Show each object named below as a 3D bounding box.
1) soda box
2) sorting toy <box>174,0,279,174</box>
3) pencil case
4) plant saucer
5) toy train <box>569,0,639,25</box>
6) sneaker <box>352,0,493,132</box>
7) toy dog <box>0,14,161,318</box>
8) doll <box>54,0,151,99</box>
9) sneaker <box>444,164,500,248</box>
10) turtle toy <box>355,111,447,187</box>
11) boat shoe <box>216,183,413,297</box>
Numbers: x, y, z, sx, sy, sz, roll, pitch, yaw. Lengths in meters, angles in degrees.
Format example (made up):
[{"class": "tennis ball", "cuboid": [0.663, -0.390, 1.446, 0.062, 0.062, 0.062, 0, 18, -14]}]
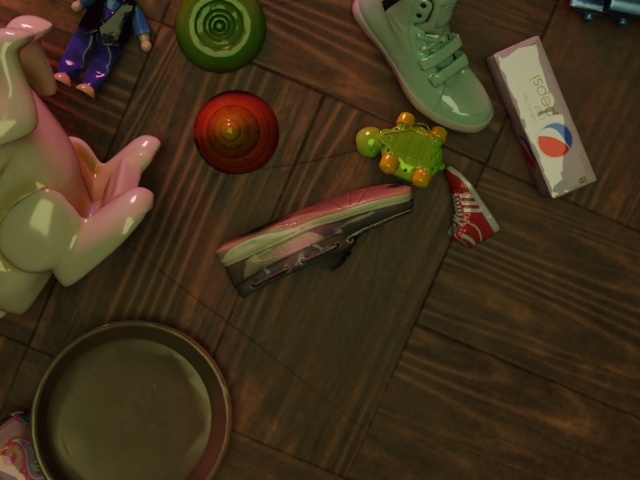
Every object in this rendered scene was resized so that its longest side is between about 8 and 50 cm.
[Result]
[{"class": "soda box", "cuboid": [0.304, -0.169, 1.396, 0.069, 0.074, 0.216, -24, 95, 1]}, {"class": "sorting toy", "cuboid": [-0.136, -0.269, 1.355, 0.127, 0.126, 0.365, -8, 96, 0]}, {"class": "pencil case", "cuboid": [-0.376, 0.374, 1.413, 0.124, 0.124, 0.284, -39, 95, 2]}, {"class": "plant saucer", "cuboid": [-0.261, 0.250, 1.400, 0.278, 0.041, 0.277, 3, 80, -16]}, {"class": "toy train", "cuboid": [0.429, -0.334, 1.368, 0.184, 0.105, 0.080, 11, 94, -2]}, {"class": "sneaker", "cuboid": [0.159, -0.260, 1.339, 0.256, 0.151, 0.094, 48, 65, -4]}, {"class": "toy dog", "cuboid": [-0.455, -0.124, 1.265, 0.395, 0.284, 0.408, -38, 112, 21]}, {"class": "doll", "cuboid": [-0.293, -0.290, 1.389, 0.129, 0.046, 0.189, 25, 88, 5]}, {"class": "sneaker", "cuboid": [0.196, -0.044, 1.421, 0.067, 0.042, 0.118, -37, 97, -1]}, {"class": "turtle toy", "cuboid": [0.111, -0.124, 1.400, 0.130, 0.066, 0.095, 23, 71, 0]}, {"class": "boat shoe", "cuboid": [0.000, 0.000, 1.397, 0.285, 0.103, 0.092, -20, 100, 4]}]
